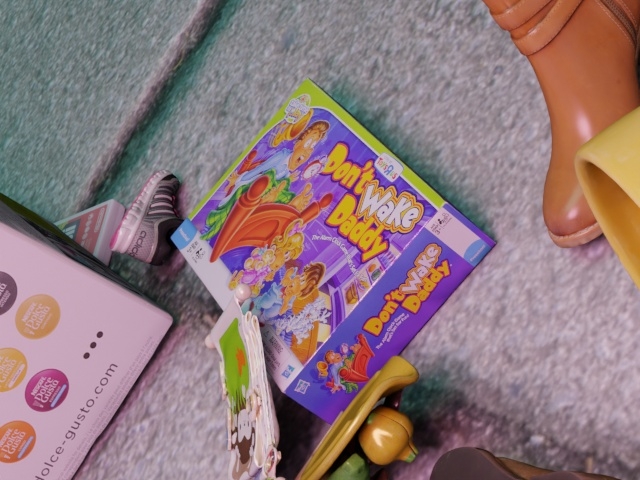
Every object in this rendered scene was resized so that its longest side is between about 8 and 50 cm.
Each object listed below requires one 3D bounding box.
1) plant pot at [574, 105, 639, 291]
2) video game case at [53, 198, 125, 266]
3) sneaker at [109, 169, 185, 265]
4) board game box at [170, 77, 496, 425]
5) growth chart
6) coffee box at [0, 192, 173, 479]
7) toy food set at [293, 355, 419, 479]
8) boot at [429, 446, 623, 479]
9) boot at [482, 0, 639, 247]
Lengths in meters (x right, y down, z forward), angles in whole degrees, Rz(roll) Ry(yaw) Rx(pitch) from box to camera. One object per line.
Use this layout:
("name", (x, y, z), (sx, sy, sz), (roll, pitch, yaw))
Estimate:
("plant pot", (0.344, -0.023, 1.151), (0.239, 0.254, 0.254), (-33, 35, 0))
("video game case", (-0.371, 0.070, 2.094), (0.285, 0.025, 0.204), (-20, 46, 40))
("sneaker", (-0.189, -0.022, 1.935), (0.063, 0.075, 0.170), (-55, 6, 29))
("board game box", (0.000, 0.000, 1.667), (0.233, 0.078, 0.347), (-49, 33, 4))
("growth chart", (-0.072, 0.162, 1.559), (0.172, 0.021, 0.237), (116, 148, -54))
("coffee box", (-0.443, 0.101, 1.839), (0.337, 0.334, 0.338), (-57, 37, 0))
("toy food set", (0.042, 0.184, 1.434), (0.128, 0.071, 0.218), (-54, -1, -28))
("boot", (0.174, 0.218, 1.257), (0.305, 0.115, 0.112), (171, 104, -67))
("boot", (0.210, -0.158, 1.432), (0.109, 0.220, 0.283), (5, 63, 52))
